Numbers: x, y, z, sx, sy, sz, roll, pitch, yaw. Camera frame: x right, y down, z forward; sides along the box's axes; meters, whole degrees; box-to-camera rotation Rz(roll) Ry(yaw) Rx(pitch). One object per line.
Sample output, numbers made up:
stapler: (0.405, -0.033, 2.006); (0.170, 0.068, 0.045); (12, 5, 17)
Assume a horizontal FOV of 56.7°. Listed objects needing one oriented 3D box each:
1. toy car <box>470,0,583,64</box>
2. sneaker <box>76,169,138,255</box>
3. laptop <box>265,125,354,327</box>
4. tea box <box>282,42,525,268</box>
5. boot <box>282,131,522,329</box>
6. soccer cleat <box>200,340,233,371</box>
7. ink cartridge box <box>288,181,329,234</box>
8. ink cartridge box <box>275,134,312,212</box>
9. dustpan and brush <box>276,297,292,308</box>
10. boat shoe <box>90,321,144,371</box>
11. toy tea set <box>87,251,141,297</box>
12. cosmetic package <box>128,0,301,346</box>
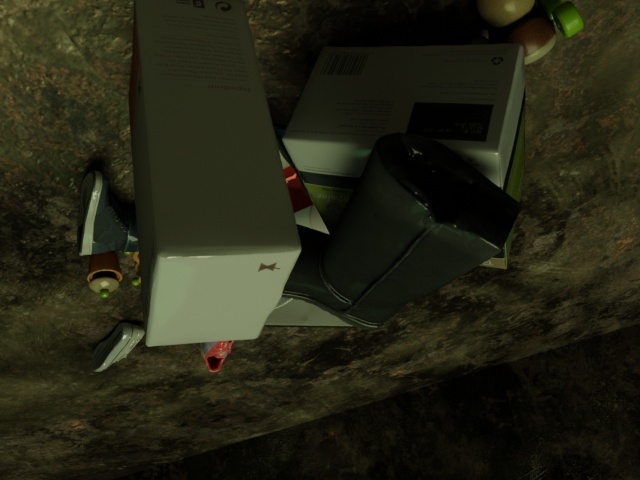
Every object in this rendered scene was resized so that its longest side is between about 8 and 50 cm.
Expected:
toy car: (0.293, -0.380, 0.940); (0.155, 0.149, 0.188); (-30, 117, 18)
sneaker: (-0.391, -0.054, 1.180); (0.163, 0.086, 0.226); (0, 145, -26)
laptop: (0.000, 0.000, 1.301); (0.382, 0.408, 0.236); (6, 177, -30)
tea box: (0.163, -0.137, 1.006); (0.329, 0.220, 0.323); (8, 150, 23)
boot: (0.031, -0.015, 0.916); (0.367, 0.146, 0.445); (21, 157, -7)
soccer cleat: (-0.285, 0.274, 1.725); (0.108, 0.116, 0.318); (0, 146, -23)
ink cartridge box: (-0.033, -0.007, 1.235); (0.189, 0.066, 0.232); (4, 113, -29)
ink cartridge box: (-0.143, -0.118, 1.096); (0.181, 0.056, 0.225); (-24, 108, 14)
dustpan and brush: (-0.067, 0.080, 1.243); (0.211, 0.060, 0.147); (-28, 137, -4)
boat shoe: (-0.579, 0.314, 1.698); (0.075, 0.083, 0.226); (17, 136, -40)
toy tea set: (-0.358, 0.064, 1.346); (0.336, 0.124, 0.200); (-22, 149, 12)
cosmetic package: (-0.171, -0.111, 0.821); (0.161, 0.453, 0.230); (-1, 146, -21)
